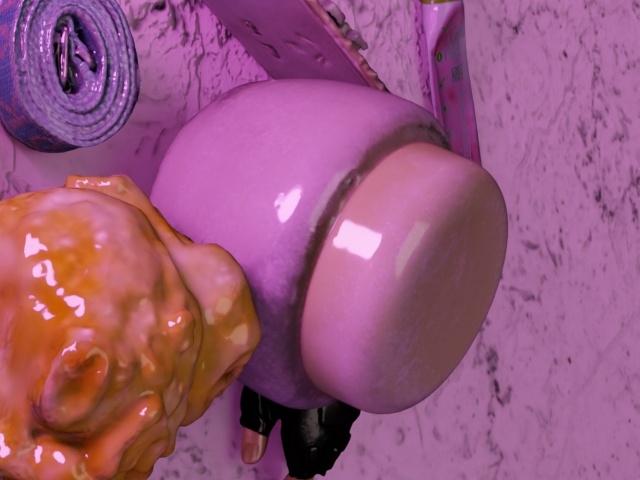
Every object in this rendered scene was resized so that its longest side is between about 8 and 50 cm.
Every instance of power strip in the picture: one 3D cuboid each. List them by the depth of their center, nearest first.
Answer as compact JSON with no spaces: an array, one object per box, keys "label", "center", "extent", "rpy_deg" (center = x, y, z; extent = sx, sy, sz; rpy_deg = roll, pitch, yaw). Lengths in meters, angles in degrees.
[{"label":"power strip","center":[-0.019,-0.225,1.807],"extent":[0.064,0.213,0.198],"rpy_deg":[-53,128,-16]}]

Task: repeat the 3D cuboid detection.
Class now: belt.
[{"label":"belt","center":[-0.245,-0.167,1.650],"extent":[0.148,0.082,0.163],"rpy_deg":[30,70,-33]}]

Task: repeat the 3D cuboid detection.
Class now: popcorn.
[{"label":"popcorn","center":[-0.226,0.098,1.525],"extent":[0.312,0.312,0.312],"rpy_deg":[2,87,-48]}]

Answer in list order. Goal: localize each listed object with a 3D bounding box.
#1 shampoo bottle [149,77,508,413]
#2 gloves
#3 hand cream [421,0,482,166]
[{"label":"shampoo bottle","center":[0.000,0.000,1.716],"extent":[0.322,0.317,0.322],"rpy_deg":[-38,142,-37]},{"label":"gloves","center":[-0.014,0.188,1.885],"extent":[0.164,0.124,0.203],"rpy_deg":[-3,83,-30]},{"label":"hand cream","center":[0.162,-0.195,2.144],"extent":[0.079,0.050,0.275],"rpy_deg":[-14,106,-22]}]
